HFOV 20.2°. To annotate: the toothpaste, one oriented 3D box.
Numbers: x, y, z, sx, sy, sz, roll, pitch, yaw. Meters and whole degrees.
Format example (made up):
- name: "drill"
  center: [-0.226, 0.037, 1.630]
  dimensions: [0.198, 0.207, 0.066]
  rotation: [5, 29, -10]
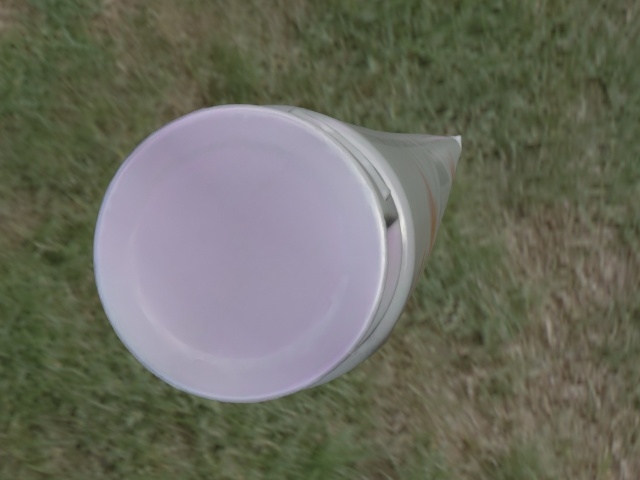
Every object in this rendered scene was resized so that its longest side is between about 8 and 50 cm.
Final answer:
- name: "toothpaste"
  center: [0.000, 0.000, 0.513]
  dimensions: [0.066, 0.323, 0.100]
  rotation: [44, 95, 3]
